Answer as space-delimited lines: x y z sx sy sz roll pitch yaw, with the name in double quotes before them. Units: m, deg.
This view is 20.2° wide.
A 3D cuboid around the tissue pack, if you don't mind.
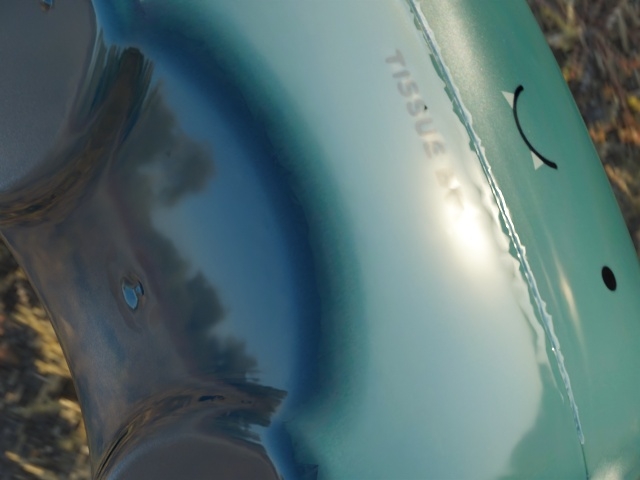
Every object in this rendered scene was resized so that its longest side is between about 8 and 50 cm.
"tissue pack" 0.000 0.000 0.668 0.198 0.206 0.287 -36 73 51
